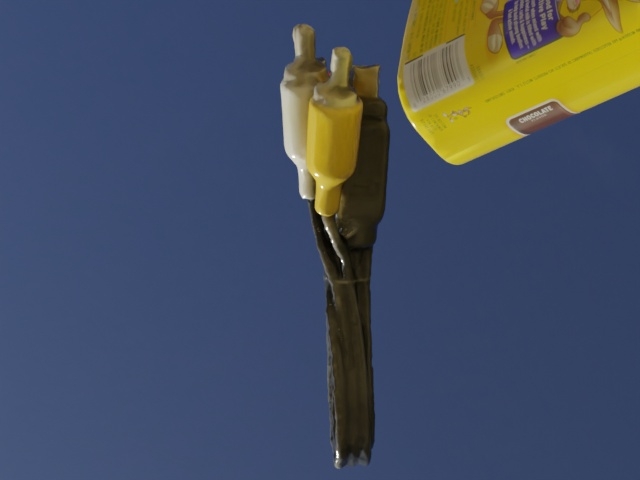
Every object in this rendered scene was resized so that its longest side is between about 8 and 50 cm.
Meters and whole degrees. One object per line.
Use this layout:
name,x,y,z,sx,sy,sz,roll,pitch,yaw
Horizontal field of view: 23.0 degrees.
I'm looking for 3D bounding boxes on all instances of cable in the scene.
cable,0.000,0.000,1.025,0.072,0.139,0.287,1,-74,-13

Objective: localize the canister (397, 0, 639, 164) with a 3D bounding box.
canister,0.127,-0.118,0.791,0.170,0.073,0.126,-23,-144,33
